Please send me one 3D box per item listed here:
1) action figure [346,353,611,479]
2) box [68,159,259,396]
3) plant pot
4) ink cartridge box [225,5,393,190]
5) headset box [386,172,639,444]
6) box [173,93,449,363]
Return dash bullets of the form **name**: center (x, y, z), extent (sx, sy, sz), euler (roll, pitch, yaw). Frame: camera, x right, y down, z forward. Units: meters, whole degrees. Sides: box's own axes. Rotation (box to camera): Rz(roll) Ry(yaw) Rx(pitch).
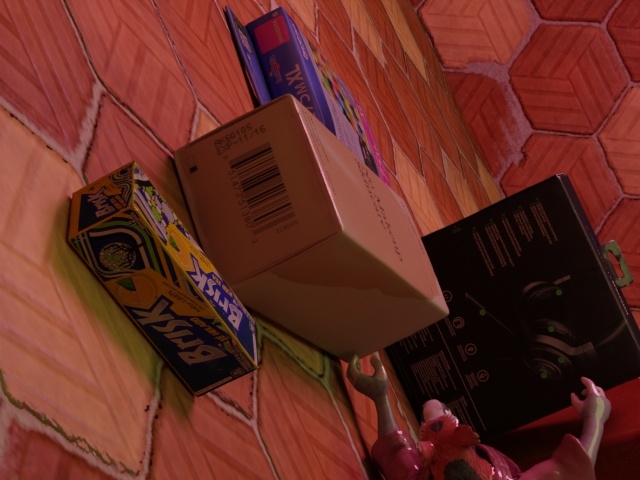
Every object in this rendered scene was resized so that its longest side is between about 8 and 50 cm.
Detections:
- **action figure**: center (0.148, 0.262, 1.448), extent (0.370, 0.248, 0.276), euler (44, 51, -59)
- **box**: center (-0.107, 0.030, 1.052), extent (0.169, 0.054, 0.059), euler (55, 16, -34)
- **plant pot**: center (0.325, 0.314, 1.814), extent (0.267, 0.235, 0.267), euler (61, 14, -11)
- **ink cartridge box**: center (-0.003, -0.148, 1.790), extent (0.311, 0.065, 0.186), euler (41, 27, -57)
- **headset box**: center (0.219, 0.081, 1.733), extent (0.246, 0.283, 0.131), euler (64, 13, 3)
- **box**: center (0.000, 0.000, 1.379), extent (0.311, 0.121, 0.148), euler (35, 32, -65)
